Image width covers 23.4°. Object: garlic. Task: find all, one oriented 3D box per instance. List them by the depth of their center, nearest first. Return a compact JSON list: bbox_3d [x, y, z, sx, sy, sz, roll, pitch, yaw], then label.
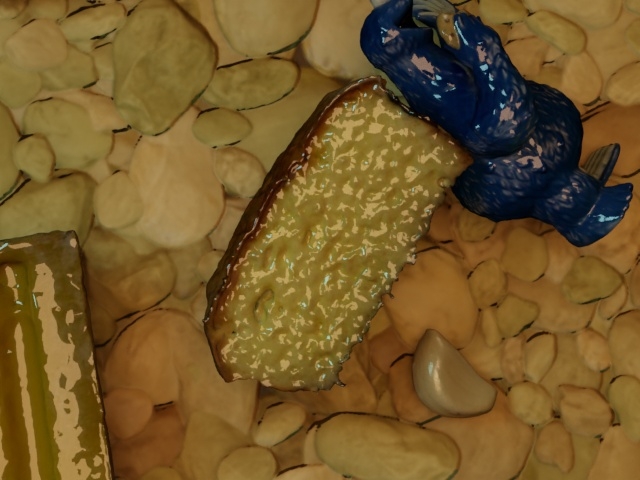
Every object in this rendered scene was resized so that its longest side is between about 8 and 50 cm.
[{"bbox_3d":[0.105,0.117,1.261,0.083,0.041,0.053,41,71,-9],"label":"garlic"}]

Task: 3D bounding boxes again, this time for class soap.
[{"bbox_3d":[-0.292,0.146,1.176,0.259,0.143,0.281,-7,88,-9],"label":"soap"}]

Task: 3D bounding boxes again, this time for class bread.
[{"bbox_3d":[0.002,-0.007,1.212,0.129,0.134,0.260,30,99,-14],"label":"bread"}]

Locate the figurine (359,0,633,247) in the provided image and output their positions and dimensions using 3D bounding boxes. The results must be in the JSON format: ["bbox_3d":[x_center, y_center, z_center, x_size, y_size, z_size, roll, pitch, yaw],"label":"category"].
[{"bbox_3d":[0.126,-0.095,1.221,0.262,0.164,0.120,42,100,-1],"label":"figurine"}]
